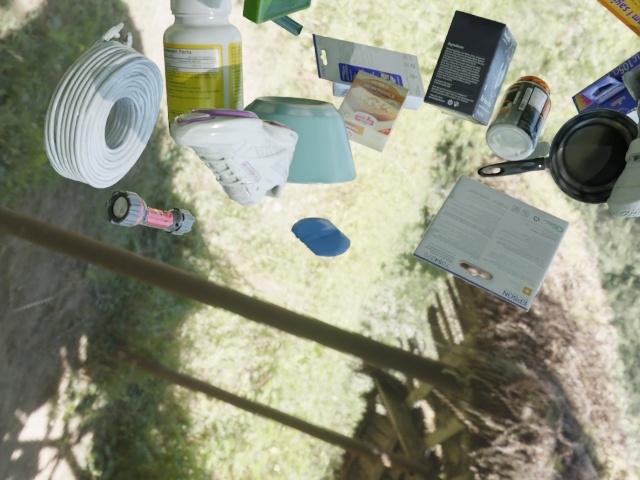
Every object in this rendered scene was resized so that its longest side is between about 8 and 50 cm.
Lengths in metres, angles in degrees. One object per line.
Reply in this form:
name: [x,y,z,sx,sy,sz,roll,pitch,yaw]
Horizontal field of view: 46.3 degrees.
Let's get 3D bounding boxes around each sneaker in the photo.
sneaker: [-0.131,-0.134,1.230,0.305,0.114,0.152,4,95,-60]
sneaker: [0.633,-0.211,1.419,0.366,0.210,0.137,-41,-162,-24]
sneaker: [0.610,-0.243,2.106,0.070,0.051,0.134,-23,168,-38]

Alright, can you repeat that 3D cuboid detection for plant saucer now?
plant saucer: [-0.142,-0.687,2.279,0.018,0.192,0.067,-51,-164,39]

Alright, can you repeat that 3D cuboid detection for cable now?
cable: [-0.377,-0.219,1.323,0.257,0.089,0.257,-57,164,-38]

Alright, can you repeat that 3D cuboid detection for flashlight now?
flashlight: [-0.491,-0.075,2.203,0.103,0.103,0.304,-58,151,11]

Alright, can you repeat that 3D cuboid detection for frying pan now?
frying pan: [0.517,-0.144,1.563,0.326,0.197,0.053,-29,-173,15]

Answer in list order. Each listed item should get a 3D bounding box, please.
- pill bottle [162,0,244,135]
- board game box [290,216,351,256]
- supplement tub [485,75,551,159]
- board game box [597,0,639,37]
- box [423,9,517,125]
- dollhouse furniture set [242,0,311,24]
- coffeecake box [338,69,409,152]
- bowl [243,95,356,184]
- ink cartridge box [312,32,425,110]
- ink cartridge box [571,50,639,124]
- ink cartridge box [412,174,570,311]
pill bottle: [-0.278,-0.411,1.784,0.188,0.187,0.334,-62,155,-68]
board game box: [0.000,0.000,2.055,0.133,0.168,0.033,-20,140,-36]
supplement tub: [0.463,-0.287,1.731,0.190,0.117,0.117,-60,174,-33]
board game box: [0.911,-0.763,1.908,0.356,0.356,0.356,-42,-161,45]
box: [0.259,-0.289,1.278,0.156,0.093,0.158,-7,117,-68]
dollhouse furniture set: [-0.112,-0.599,1.405,0.151,0.197,0.302,-28,144,-39]
coffeecake box: [0.127,-0.329,1.897,0.068,0.142,0.186,107,7,-54]
bowl: [-0.065,-0.237,1.695,0.311,0.311,0.163,-60,155,-74]
ink cartridge box: [0.126,-0.464,2.068,0.065,0.332,0.166,130,-39,-52]
ink cartridge box: [0.942,-0.433,2.203,0.395,0.151,0.270,-12,166,-35]
ink cartridge box: [0.449,0.010,1.978,0.330,0.324,0.071,-54,163,-31]
